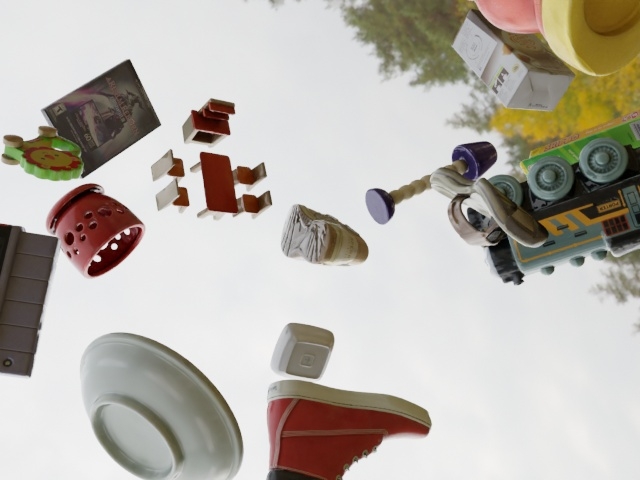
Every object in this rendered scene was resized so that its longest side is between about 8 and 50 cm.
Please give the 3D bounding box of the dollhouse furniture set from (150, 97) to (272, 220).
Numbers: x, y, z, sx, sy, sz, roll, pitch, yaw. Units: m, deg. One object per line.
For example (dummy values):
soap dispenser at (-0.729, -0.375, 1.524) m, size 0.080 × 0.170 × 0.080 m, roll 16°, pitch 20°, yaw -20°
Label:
dollhouse furniture set at (-0.244, -0.182, 1.712) m, size 0.262 × 0.135 × 0.259 m, roll 4°, pitch -114°, yaw -40°

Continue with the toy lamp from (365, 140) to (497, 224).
toy lamp at (0.213, -0.116, 1.367) m, size 0.275 × 0.080 × 0.080 m, roll -26°, pitch -98°, yaw -24°

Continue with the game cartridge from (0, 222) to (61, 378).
game cartridge at (-0.592, 0.069, 1.102) m, size 0.355 × 0.068 × 0.230 m, roll 9°, pitch -102°, yaw -9°

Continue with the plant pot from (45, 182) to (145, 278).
plant pot at (-0.546, -0.030, 1.768) m, size 0.174 × 0.191 × 0.191 m, roll 45°, pitch -151°, yaw 7°

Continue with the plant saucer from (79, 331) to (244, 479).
plant saucer at (-0.346, 0.371, 1.472) m, size 0.400 × 0.401 × 0.100 m, roll 52°, pitch -139°, yaw -8°

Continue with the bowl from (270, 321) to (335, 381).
bowl at (-0.038, 0.275, 1.758) m, size 0.142 × 0.142 × 0.053 m, roll 15°, pitch -166°, yaw -22°

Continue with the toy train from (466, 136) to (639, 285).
toy train at (0.421, -0.046, 1.263) m, size 0.142 × 0.334 × 0.190 m, roll 18°, pitch -125°, yaw -63°

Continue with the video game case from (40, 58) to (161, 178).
video game case at (-0.547, -0.310, 1.869) m, size 0.274 × 0.026 × 0.196 m, roll -43°, pitch -53°, yaw -32°

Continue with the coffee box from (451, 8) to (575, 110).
coffee box at (0.416, -0.396, 1.615) m, size 0.141 × 0.098 × 0.246 m, roll -2°, pitch -135°, yaw -30°

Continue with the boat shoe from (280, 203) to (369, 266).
boat shoe at (0.000, 0.000, 1.626) m, size 0.110 × 0.121 × 0.341 m, roll 13°, pitch -172°, yaw -21°

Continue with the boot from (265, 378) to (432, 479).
boot at (0.040, 0.290, 0.975) m, size 0.245 × 0.088 × 0.176 m, roll 13°, pitch -120°, yaw -23°

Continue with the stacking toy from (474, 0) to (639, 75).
stacking toy at (0.254, -0.295, 0.573) m, size 0.309 × 0.279 × 0.130 m, roll -19°, pitch -146°, yaw -31°

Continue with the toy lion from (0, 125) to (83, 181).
toy lion at (-0.327, -0.101, 0.893) m, size 0.096 × 0.034 × 0.100 m, roll 24°, pitch -155°, yaw 10°

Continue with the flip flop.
flip flop at (0.210, -0.035, 0.994) m, size 0.112 × 0.080 × 0.277 m, roll 35°, pitch -176°, yaw -21°

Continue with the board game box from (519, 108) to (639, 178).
board game box at (0.506, -0.145, 1.336) m, size 0.124 × 0.260 × 0.039 m, roll 53°, pitch -143°, yaw -23°
